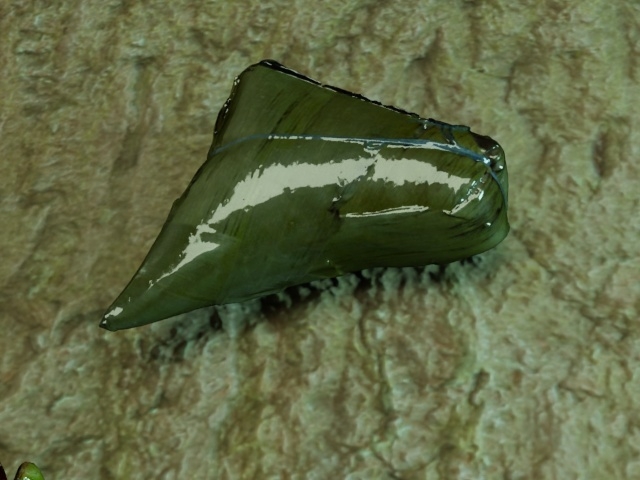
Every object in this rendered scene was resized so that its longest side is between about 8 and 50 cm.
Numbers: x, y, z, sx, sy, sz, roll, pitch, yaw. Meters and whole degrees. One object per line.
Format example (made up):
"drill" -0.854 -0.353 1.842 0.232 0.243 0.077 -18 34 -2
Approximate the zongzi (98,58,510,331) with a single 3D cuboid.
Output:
"zongzi" 0.000 0.000 1.866 0.356 0.174 0.393 16 53 21

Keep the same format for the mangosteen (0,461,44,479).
"mangosteen" -0.362 0.279 1.702 0.180 0.166 0.166 9 44 -15
